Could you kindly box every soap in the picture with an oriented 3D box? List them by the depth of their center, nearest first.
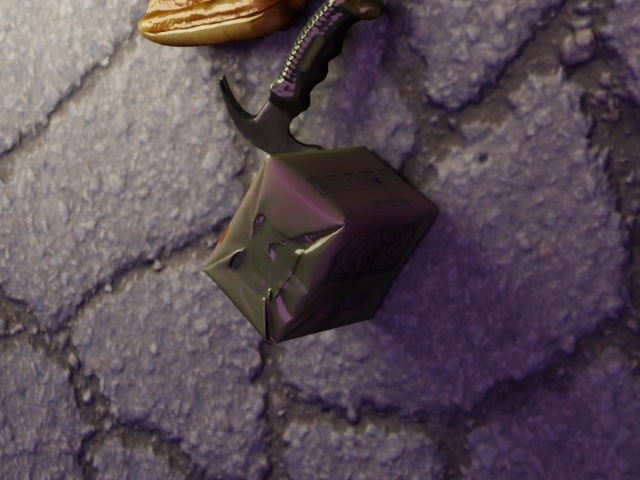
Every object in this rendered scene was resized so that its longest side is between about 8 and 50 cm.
[{"bbox_3d":[0.000,0.000,1.745,0.138,0.199,0.182,45,119,24],"label":"soap"}]

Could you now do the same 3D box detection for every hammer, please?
[{"bbox_3d":[-0.016,-0.202,1.792,0.159,0.041,0.226,33,112,-7],"label":"hammer"}]

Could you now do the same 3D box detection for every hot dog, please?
[{"bbox_3d":[-0.113,-0.275,1.849,0.249,0.102,0.076,-5,136,36],"label":"hot dog"}]
